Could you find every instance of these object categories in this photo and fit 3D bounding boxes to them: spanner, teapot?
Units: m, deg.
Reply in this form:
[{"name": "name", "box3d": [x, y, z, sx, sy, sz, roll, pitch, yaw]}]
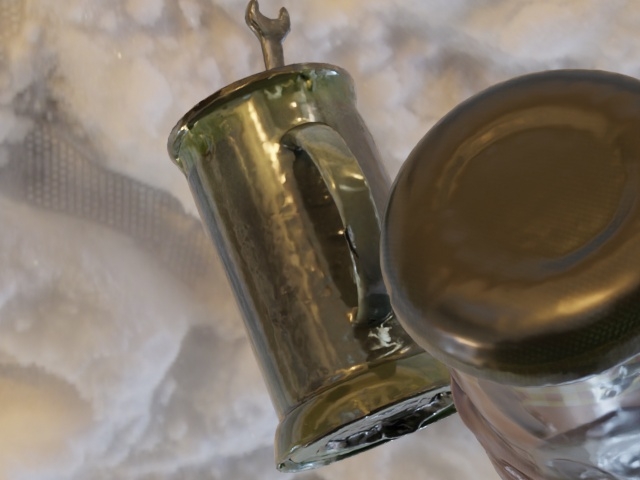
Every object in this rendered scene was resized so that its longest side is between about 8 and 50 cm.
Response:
[{"name": "spanner", "box3d": [-0.039, -0.140, 1.291, 0.054, 0.254, 0.015, 1, 157, -29]}, {"name": "teapot", "box3d": [0.000, 0.000, 1.047, 0.200, 0.337, 0.270, -19, 162, -12]}]

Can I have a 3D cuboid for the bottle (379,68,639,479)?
[{"name": "bottle", "box3d": [0.135, 0.054, 0.537, 0.143, 0.156, 0.271, -54, 140, -17]}]
